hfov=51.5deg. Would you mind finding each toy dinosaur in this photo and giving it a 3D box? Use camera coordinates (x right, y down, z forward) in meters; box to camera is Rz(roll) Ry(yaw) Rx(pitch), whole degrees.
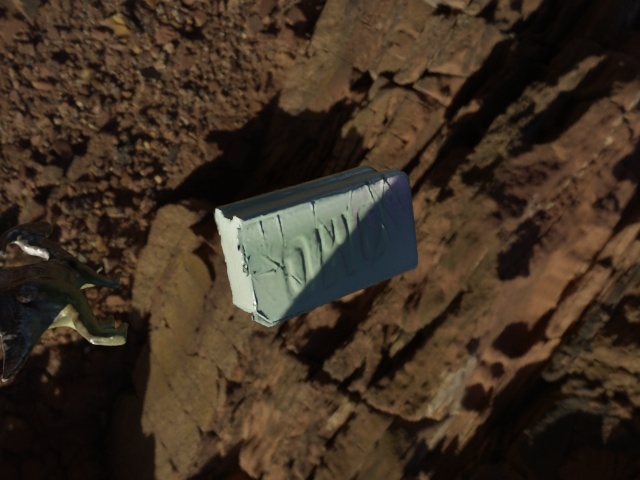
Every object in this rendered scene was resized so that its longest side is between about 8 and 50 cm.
[{"bbox_3d":[-0.344,0.070,0.867,0.162,0.294,0.077,11,112,-25],"label":"toy dinosaur"}]

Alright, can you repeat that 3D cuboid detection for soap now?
[{"bbox_3d":[0.000,0.000,0.849,0.261,0.094,0.150,-19,106,-29],"label":"soap"}]
